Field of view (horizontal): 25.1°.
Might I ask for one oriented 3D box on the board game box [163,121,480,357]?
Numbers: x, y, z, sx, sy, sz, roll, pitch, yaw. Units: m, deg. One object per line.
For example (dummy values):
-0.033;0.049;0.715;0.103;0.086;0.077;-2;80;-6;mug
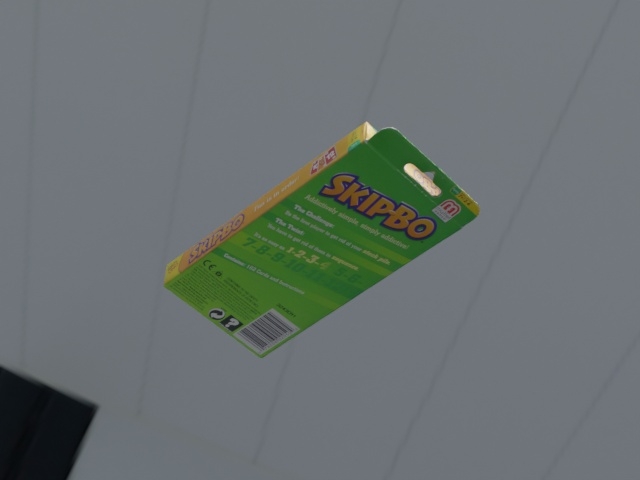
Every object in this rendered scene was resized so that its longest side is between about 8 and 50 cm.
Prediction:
0.000;0.000;1.221;0.259;0.039;0.124;-33;-57;29;board game box
